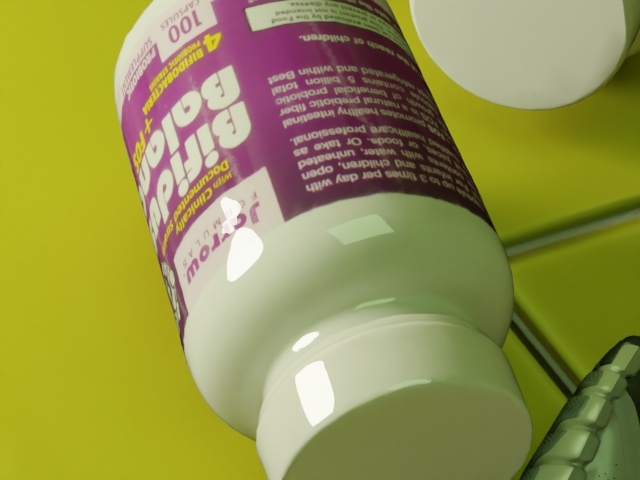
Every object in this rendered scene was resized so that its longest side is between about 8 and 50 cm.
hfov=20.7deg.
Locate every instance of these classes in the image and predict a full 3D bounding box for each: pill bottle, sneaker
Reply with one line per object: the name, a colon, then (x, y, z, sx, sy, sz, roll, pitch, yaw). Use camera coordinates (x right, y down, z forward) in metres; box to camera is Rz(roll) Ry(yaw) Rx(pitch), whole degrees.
pill bottle: (0.180, -0.235, 1.179, 0.188, 0.188, 0.334, 23, 44, 8)
sneaker: (0.149, 0.158, 0.852, 0.132, 0.086, 0.228, 32, 56, 11)
pill bottle: (0.000, 0.000, 0.900, 0.169, 0.169, 0.301, -4, 46, -19)
